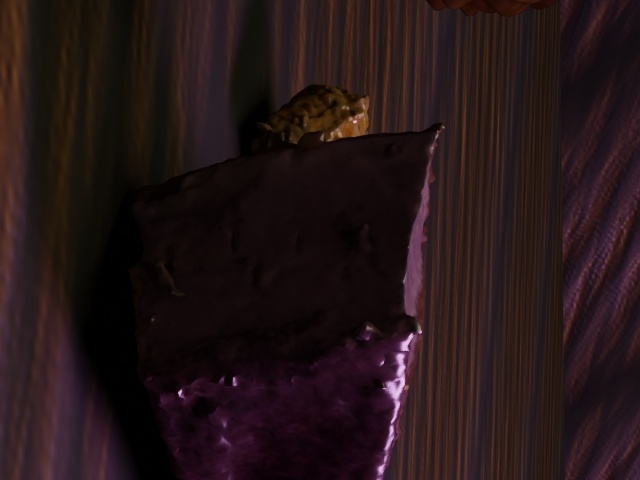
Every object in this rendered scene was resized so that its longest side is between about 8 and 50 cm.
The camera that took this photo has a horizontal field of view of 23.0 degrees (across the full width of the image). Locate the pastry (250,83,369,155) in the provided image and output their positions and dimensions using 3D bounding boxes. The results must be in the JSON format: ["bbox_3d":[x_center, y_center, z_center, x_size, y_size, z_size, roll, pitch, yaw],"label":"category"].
[{"bbox_3d":[0.000,0.000,0.753,0.080,0.056,0.140,-46,139,-54],"label":"pastry"}]

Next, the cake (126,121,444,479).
[{"bbox_3d":[-0.022,0.084,0.627,0.295,0.112,0.116,94,1,-46],"label":"cake"}]

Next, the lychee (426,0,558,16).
[{"bbox_3d":[0.057,-0.216,0.558,0.267,0.267,0.267,1,90,-76],"label":"lychee"}]
